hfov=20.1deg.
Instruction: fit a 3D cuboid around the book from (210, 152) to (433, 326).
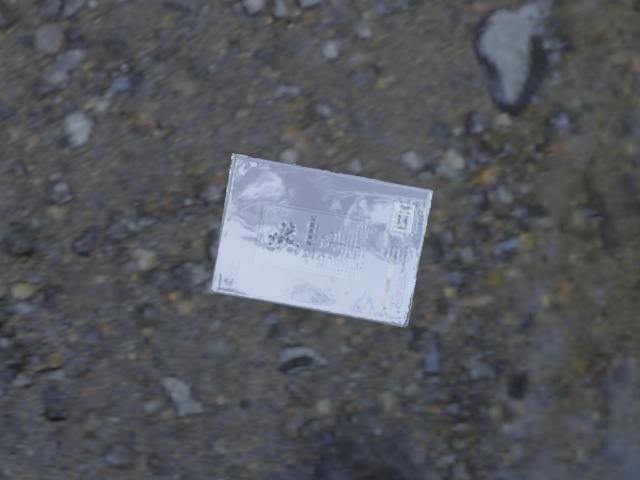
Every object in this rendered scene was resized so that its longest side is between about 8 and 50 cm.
[{"bbox_3d":[0.000,0.000,1.592,0.181,0.014,0.127,10,85,1],"label":"book"}]
